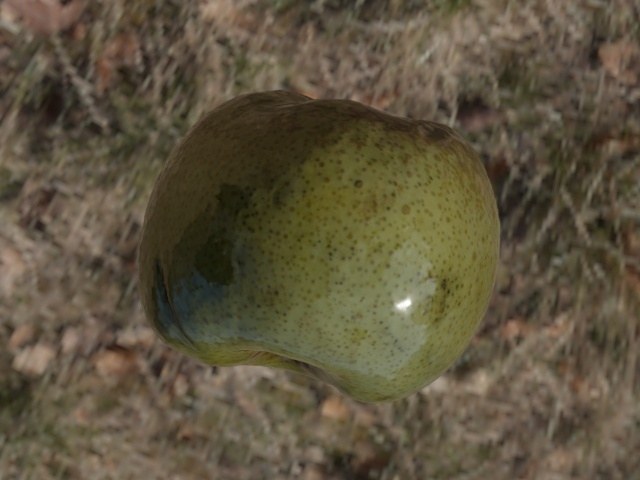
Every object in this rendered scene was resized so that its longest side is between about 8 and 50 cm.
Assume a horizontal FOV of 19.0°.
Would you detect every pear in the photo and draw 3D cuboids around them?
[{"bbox_3d":[0.000,0.000,0.887,0.167,0.167,0.136,13,89,5],"label":"pear"}]
